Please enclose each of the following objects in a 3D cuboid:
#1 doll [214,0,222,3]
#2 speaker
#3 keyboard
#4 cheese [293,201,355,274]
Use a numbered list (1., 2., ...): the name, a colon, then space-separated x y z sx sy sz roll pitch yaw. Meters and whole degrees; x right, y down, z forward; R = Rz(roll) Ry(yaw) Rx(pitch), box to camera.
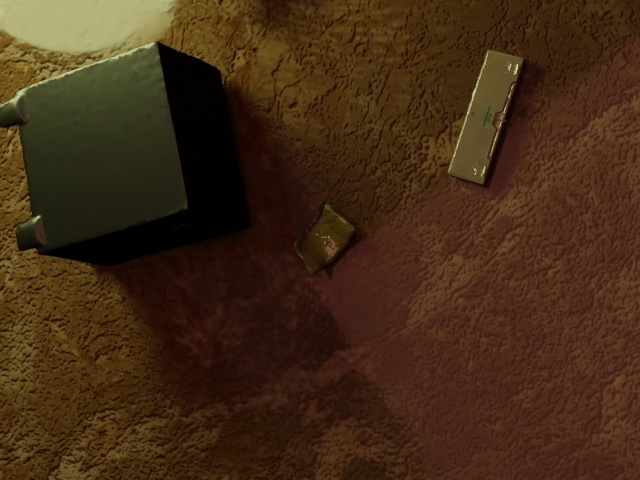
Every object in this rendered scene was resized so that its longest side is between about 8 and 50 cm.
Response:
1. doll: -0.077 -0.422 1.828 0.241 0.099 0.135 -45 66 11
2. speaker: -0.254 -0.099 1.805 0.254 0.184 0.232 -16 77 21
3. keyboard: 0.209 -0.152 1.732 0.055 0.017 0.166 18 89 26
4. cheese: -0.001 0.001 1.774 0.060 0.041 0.084 40 82 13
